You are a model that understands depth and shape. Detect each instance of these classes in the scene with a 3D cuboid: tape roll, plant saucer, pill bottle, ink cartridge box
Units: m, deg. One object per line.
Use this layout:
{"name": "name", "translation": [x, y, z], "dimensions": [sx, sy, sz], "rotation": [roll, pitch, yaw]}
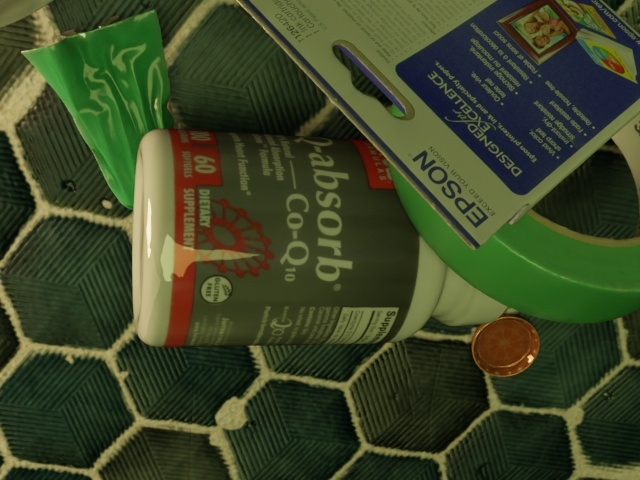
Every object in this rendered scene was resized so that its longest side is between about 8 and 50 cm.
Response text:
{"name": "tape roll", "translation": [0.224, -0.083, 0.768], "dimensions": [0.321, 0.321, 0.077], "rotation": [17, 149, -9]}
{"name": "plant saucer", "translation": [0.227, 0.129, 1.001], "dimensions": [0.083, 0.013, 0.084], "rotation": [-1, 111, -3]}
{"name": "pill bottle", "translation": [0.000, 0.000, 0.820], "dimensions": [0.362, 0.210, 0.210], "rotation": [1, 112, -16]}
{"name": "ink cartridge box", "translation": [0.109, -0.167, 0.694], "dimensions": [0.307, 0.072, 0.304], "rotation": [-36, 78, -28]}

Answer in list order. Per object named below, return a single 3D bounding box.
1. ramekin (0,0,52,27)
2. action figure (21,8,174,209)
{"name": "ramekin", "translation": [-0.255, -0.314, 0.680], "dimensions": [0.273, 0.273, 0.127], "rotation": [-43, 95, 13]}
{"name": "action figure", "translation": [-0.199, -0.114, 0.860], "dimensions": [0.137, 0.063, 0.232], "rotation": [-16, 118, 2]}
